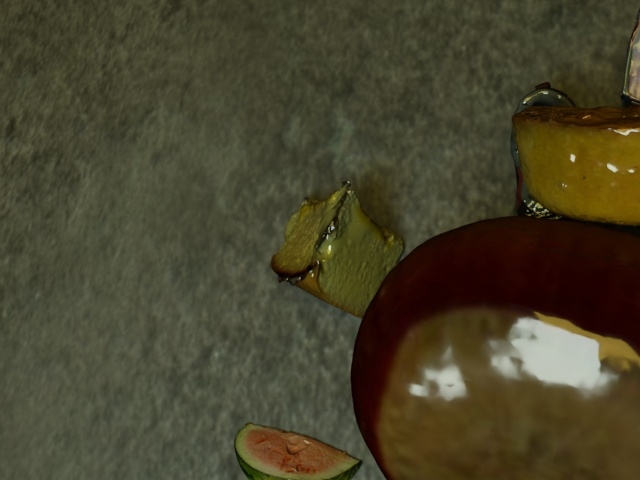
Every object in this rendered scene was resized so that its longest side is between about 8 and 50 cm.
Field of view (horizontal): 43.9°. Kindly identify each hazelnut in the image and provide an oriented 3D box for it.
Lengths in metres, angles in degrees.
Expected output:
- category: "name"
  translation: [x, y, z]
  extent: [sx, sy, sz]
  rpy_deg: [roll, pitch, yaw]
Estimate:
- category: "hazelnut"
  translation: [0.236, 0.150, 0.782]
  extent: [0.409, 0.359, 0.359]
  rpy_deg: [20, 81, 27]

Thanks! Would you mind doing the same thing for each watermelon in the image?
- category: "watermelon"
  translation: [-0.042, 0.291, 0.977]
  extent: [0.163, 0.087, 0.069]
  rpy_deg: [13, 115, 24]

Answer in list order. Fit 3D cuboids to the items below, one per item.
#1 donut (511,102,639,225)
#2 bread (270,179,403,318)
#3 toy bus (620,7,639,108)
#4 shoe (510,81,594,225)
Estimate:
- category: "donut"
  translation: [0.332, -0.087, 0.794]
  extent: [0.278, 0.277, 0.108]
  rpy_deg: [0, 105, 19]
- category: "bread"
  translation: [0.000, 0.000, 0.987]
  extent: [0.169, 0.160, 0.140]
  rpy_deg: [23, 82, 23]
- category: "toy bus"
  translation: [0.504, -0.172, 0.906]
  extent: [0.317, 0.112, 0.138]
  rpy_deg: [22, 90, 25]
- category: "shoe"
  translation: [0.277, -0.092, 0.944]
  extent: [0.099, 0.125, 0.227]
  rpy_deg: [-1, 72, 15]
